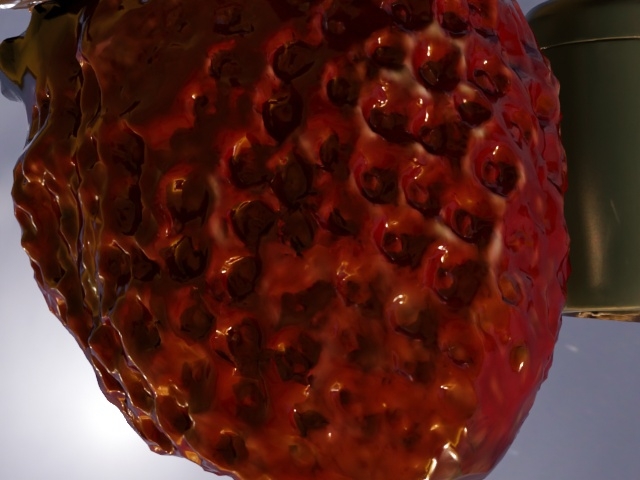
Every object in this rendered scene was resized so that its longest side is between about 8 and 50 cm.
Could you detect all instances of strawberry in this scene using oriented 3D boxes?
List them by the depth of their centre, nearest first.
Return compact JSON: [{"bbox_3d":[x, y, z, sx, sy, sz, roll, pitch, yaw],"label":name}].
[{"bbox_3d":[-0.003,-0.004,0.877,0.292,0.292,0.310,-27,-107,33],"label":"strawberry"}]

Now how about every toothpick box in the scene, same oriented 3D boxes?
[{"bbox_3d":[0.173,-0.044,0.986,0.120,0.120,0.184,-4,-96,43],"label":"toothpick box"}]

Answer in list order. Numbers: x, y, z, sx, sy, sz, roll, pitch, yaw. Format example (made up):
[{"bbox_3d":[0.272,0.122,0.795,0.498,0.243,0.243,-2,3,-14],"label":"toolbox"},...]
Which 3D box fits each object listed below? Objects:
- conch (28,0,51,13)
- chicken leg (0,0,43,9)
[{"bbox_3d":[-0.162,-0.185,1.348,0.330,0.109,0.093,44,-111,9],"label":"conch"},{"bbox_3d":[-0.270,-0.268,1.102,0.153,0.429,0.201,-35,-121,21],"label":"chicken leg"}]
